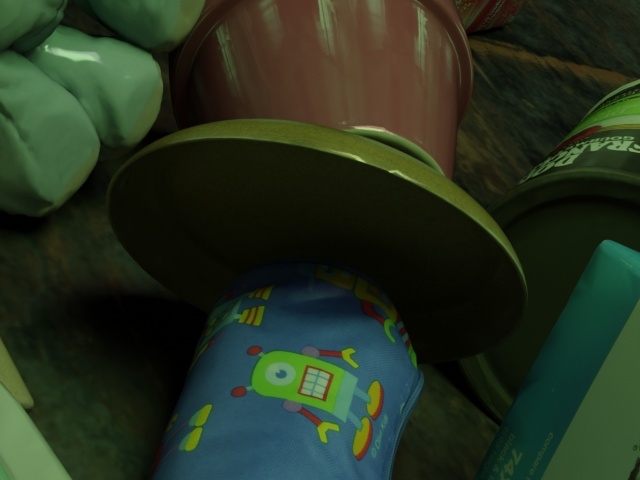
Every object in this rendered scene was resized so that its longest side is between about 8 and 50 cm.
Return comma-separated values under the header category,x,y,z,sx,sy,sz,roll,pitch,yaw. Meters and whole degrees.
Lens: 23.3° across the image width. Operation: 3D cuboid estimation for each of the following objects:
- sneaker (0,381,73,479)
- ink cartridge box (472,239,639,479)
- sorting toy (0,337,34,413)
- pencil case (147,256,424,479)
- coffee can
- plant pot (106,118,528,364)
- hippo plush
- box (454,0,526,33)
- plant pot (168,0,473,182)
category,x,y,z,sx,sy,sz,roll,pitch,yaw
sneaker,-0.160,0.142,0.617,0.094,0.151,0.256,60,-13,-20
ink cartridge box,0.237,0.158,0.797,0.198,0.197,0.270,22,11,-25
sorting toy,-0.261,0.019,0.758,0.208,0.038,0.193,5,41,-47
pencil case,-0.021,0.131,0.741,0.133,0.119,0.306,8,32,3
coffee can,0.226,0.011,1.080,0.201,0.201,0.275,39,30,7
plant pot,0.000,0.000,0.851,0.236,0.236,0.032,26,61,-15
hippo plush,-0.233,-0.152,0.908,0.236,0.234,0.294,22,33,28
box,0.176,-0.331,1.462,0.122,0.257,0.128,43,31,17
plant pot,0.006,-0.072,0.984,0.201,0.201,0.180,21,34,-23
